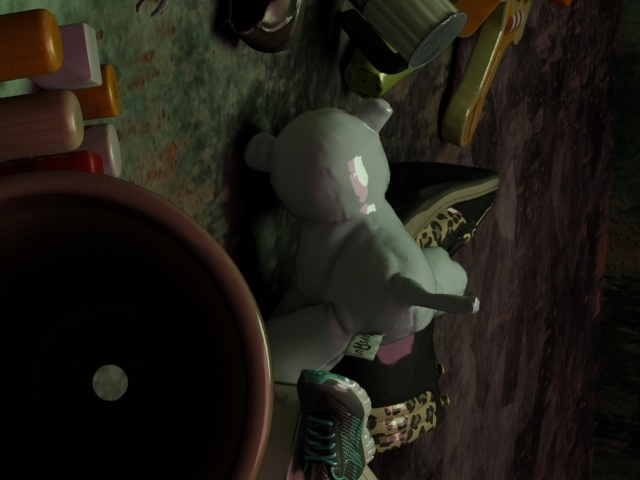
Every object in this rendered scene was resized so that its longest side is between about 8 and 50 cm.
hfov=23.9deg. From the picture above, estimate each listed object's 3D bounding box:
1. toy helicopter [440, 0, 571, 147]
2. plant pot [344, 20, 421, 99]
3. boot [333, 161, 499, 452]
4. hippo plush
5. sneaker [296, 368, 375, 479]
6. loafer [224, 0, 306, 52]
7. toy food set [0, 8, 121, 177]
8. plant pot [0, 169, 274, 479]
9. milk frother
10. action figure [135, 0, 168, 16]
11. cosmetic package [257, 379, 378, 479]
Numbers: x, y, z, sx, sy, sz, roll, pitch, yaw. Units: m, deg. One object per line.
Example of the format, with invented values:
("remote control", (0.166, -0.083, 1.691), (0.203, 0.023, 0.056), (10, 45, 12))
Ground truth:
("toy helicopter", (0.248, -0.302, 2.112), (0.235, 0.140, 0.355), (39, 72, -75))
("plant pot", (0.067, -0.202, 1.714), (0.079, 0.083, 0.083), (-52, 145, -35))
("boot", (0.108, 0.067, 1.808), (0.377, 0.138, 0.284), (-33, 126, -61))
("hippo plush", (0.000, 0.000, 1.471), (0.294, 0.234, 0.236), (-12, 77, -85))
("sneaker", (0.010, 0.180, 1.354), (0.166, 0.065, 0.076), (71, 34, -47))
("loafer", (-0.043, -0.277, 1.357), (0.078, 0.080, 0.220), (-22, 117, -69))
("toy food set", (-0.201, -0.083, 1.001), (0.232, 0.105, 0.111), (-34, 116, -88))
("plant pot", (-0.155, 0.093, 0.977), (0.229, 0.263, 0.263), (67, 30, -88))
("milk frother", (0.099, -0.265, 1.635), (0.143, 0.135, 0.129), (-36, 167, -22))
("action figure", (-0.121, -0.303, 1.107), (0.185, 0.099, 0.285), (-67, 163, -69))
("cosmetic package", (-0.039, 0.260, 1.497), (0.309, 0.113, 0.160), (60, 41, -59))
